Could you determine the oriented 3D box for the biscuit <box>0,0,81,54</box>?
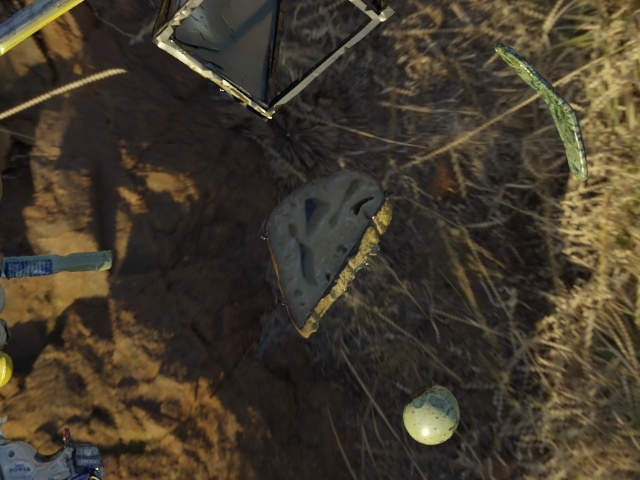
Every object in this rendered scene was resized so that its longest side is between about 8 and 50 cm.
[{"bbox_3d":[-0.291,-0.287,1.327,0.292,0.048,0.026,-29,138,12],"label":"biscuit"}]

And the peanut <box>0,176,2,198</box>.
[{"bbox_3d":[-0.514,-0.119,1.540,0.104,0.085,0.227,-35,87,-13],"label":"peanut"}]

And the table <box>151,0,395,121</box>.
[{"bbox_3d":[-0.061,-0.409,1.671,0.222,0.335,0.272,34,127,-28],"label":"table"}]

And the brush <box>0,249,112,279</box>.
[{"bbox_3d":[-0.397,0.037,1.736,0.179,0.030,0.033,-4,103,-32],"label":"brush"}]

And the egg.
[{"bbox_3d":[0.168,0.261,1.725,0.085,0.110,0.085,-3,54,4],"label":"egg"}]

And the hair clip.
[{"bbox_3d":[0.286,-0.165,1.425,0.036,0.066,0.229,-42,120,-5],"label":"hair clip"}]

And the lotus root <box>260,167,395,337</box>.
[{"bbox_3d":[0.000,0.000,1.760,0.170,0.074,0.260,38,83,21],"label":"lotus root"}]

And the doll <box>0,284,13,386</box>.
[{"bbox_3d":[-0.527,0.111,1.693,0.111,0.252,0.237,-11,82,-34],"label":"doll"}]

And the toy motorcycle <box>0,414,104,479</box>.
[{"bbox_3d":[-0.442,0.342,1.756,0.221,0.150,0.102,7,140,-30],"label":"toy motorcycle"}]
